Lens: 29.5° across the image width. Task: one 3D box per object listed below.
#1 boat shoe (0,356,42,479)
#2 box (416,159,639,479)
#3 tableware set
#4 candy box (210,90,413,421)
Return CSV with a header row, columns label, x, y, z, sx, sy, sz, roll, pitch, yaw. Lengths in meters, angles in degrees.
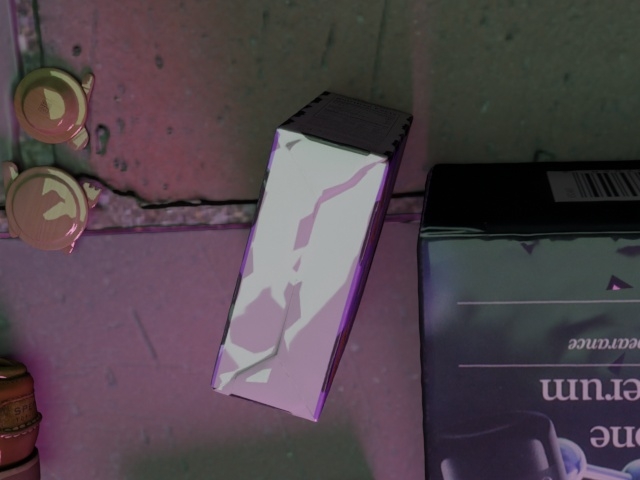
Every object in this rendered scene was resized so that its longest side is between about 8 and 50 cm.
label,x,y,z,sx,sy,sz,roll,pitch,yaw
boat shoe,-0.363,0.132,0.918,0.307,0.111,0.104,0,100,-2
box,0.216,0.156,0.785,0.293,0.212,0.396,-2,104,7
tableware set,-0.238,-0.068,0.891,0.168,0.020,0.141,11,104,5
candy box,0.000,0.000,0.783,0.070,0.196,0.165,16,105,4
